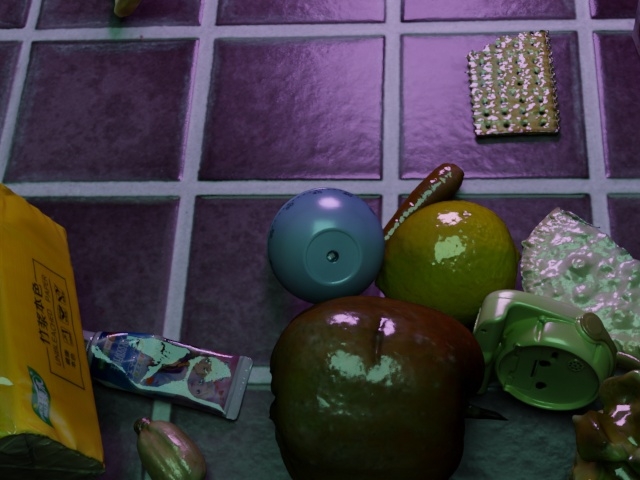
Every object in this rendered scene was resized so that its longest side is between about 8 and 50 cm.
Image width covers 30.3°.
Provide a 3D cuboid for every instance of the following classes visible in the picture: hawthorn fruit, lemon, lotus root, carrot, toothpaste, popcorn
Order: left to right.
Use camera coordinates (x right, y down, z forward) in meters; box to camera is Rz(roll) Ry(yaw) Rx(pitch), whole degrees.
[{"bbox_3d":[-0.233,0.175,1.643,0.266,0.061,0.096,13,60,5],"label":"toothpaste"},{"bbox_3d":[-0.193,0.292,1.559,0.073,0.062,0.150,-39,63,-8],"label":"lotus root"},{"bbox_3d":[0.084,0.194,1.479,0.301,0.268,0.267,5,60,-1],"label":"hawthorn fruit"},{"bbox_3d":[0.132,-0.037,1.737,0.048,0.048,0.216,40,75,24],"label":"carrot"},{"bbox_3d":[0.172,0.035,1.610,0.203,0.178,0.178,-12,59,-1],"label":"lemon"},{"bbox_3d":[0.424,0.272,1.412,0.270,0.224,0.258,2,99,-14],"label":"popcorn"}]

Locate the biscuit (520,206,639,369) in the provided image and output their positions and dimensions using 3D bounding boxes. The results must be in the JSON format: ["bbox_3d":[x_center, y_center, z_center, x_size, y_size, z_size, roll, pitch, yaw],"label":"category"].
[{"bbox_3d":[0.386,0.084,1.615,0.281,0.084,0.179,38,69,23],"label":"biscuit"}]

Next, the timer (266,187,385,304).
[{"bbox_3d":[0.005,0.018,1.627,0.175,0.255,0.175,0,78,-2],"label":"timer"}]

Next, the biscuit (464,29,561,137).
[{"bbox_3d":[0.299,-0.246,1.855,0.144,0.016,0.203,-4,60,3],"label":"biscuit"}]

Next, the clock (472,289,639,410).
[{"bbox_3d":[0.309,0.155,1.529,0.232,0.170,0.069,14,48,10],"label":"clock"}]

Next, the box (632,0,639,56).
[{"bbox_3d":[0.534,-0.328,1.775,0.081,0.199,0.135,-11,57,2],"label":"box"}]

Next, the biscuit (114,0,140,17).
[{"bbox_3d":[-0.298,-0.541,1.995,0.040,0.204,0.309,14,53,-34],"label":"biscuit"}]

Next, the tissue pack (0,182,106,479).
[{"bbox_3d":[-0.469,0.160,1.541,0.293,0.228,0.382,-25,59,13],"label":"tissue pack"}]
